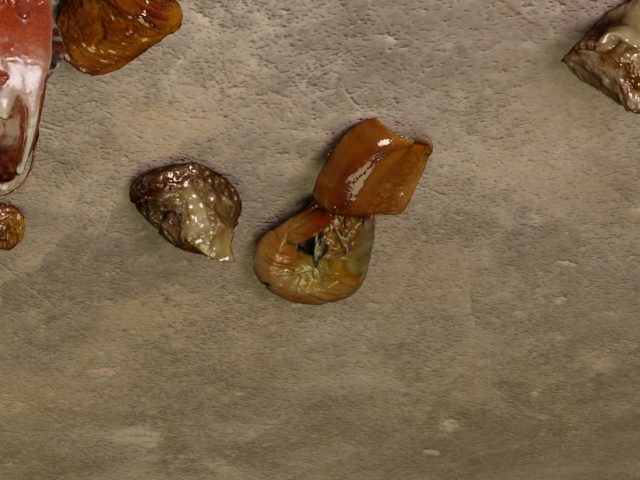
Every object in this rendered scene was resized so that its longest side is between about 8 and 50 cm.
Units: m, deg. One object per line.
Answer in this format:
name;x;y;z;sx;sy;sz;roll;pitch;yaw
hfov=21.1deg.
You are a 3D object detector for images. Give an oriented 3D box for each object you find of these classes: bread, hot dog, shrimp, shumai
bread;0.066;-0.073;1.940;0.126;0.044;0.129;7;124;-31
hot dog;-0.384;-0.012;2.033;0.058;0.035;0.083;10;148;-30
hot dog;-0.198;-0.212;1.680;0.099;0.065;0.147;16;156;-32
shrimp;0.000;0.000;2.083;0.145;0.061;0.267;11;149;-10
shumai;0.319;-0.203;1.721;0.145;0.145;0.116;4;125;-13
shumai;-0.159;-0.030;1.985;0.123;0.105;0.139;-13;124;22
bread;-0.322;-0.154;1.604;0.142;0.224;0.212;9;169;-18
